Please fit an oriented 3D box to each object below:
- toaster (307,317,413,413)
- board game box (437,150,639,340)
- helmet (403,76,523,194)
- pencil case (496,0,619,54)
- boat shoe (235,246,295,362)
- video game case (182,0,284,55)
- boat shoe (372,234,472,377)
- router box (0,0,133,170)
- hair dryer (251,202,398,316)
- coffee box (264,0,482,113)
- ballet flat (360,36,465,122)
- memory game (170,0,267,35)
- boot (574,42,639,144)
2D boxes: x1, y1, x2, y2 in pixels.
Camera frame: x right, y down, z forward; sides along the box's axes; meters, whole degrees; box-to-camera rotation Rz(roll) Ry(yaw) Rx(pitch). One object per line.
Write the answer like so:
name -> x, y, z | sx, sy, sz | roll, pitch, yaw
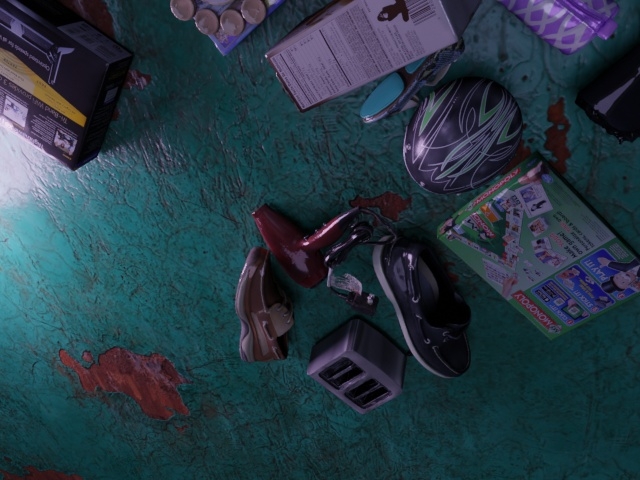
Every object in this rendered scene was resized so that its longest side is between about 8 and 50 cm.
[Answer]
toaster -> 0.088, 0.274, 1.022 | 0.168, 0.110, 0.186 | 40, 123, -14
board game box -> 0.395, 0.024, 0.817 | 0.317, 0.046, 0.213 | 40, 124, -13
helmet -> 0.206, -0.152, 0.679 | 0.170, 0.161, 0.169 | 7, 124, 10
pencil case -> 0.276, -0.327, 0.591 | 0.206, 0.088, 0.086 | 32, 101, -9
boat shoe -> -0.109, 0.145, 0.992 | 0.117, 0.123, 0.324 | 8, 133, 4
video game case -> -0.117, -0.439, 0.629 | 0.270, 0.061, 0.244 | -29, 115, 29
boat shoe -> 0.224, 0.133, 0.876 | 0.113, 0.127, 0.340 | -8, 115, 50
router box -> -0.516, -0.308, 0.813 | 0.309, 0.081, 0.243 | 34, 124, -9
hair dryer -> 0.000, 0.000, 0.867 | 0.294, 0.080, 0.223 | 19, 124, 20
coffee box -> 0.065, -0.278, 0.606 | 0.247, 0.141, 0.098 | -10, 126, 43
ballet flat -> 0.142, -0.239, 0.705 | 0.070, 0.070, 0.188 | 39, 127, -12
memory game -> -0.147, -0.377, 0.636 | 0.186, 0.012, 0.186 | 6, 128, 8
boot -> 0.417, -0.234, 0.571 | 0.247, 0.094, 0.207 | 20, 131, -39
